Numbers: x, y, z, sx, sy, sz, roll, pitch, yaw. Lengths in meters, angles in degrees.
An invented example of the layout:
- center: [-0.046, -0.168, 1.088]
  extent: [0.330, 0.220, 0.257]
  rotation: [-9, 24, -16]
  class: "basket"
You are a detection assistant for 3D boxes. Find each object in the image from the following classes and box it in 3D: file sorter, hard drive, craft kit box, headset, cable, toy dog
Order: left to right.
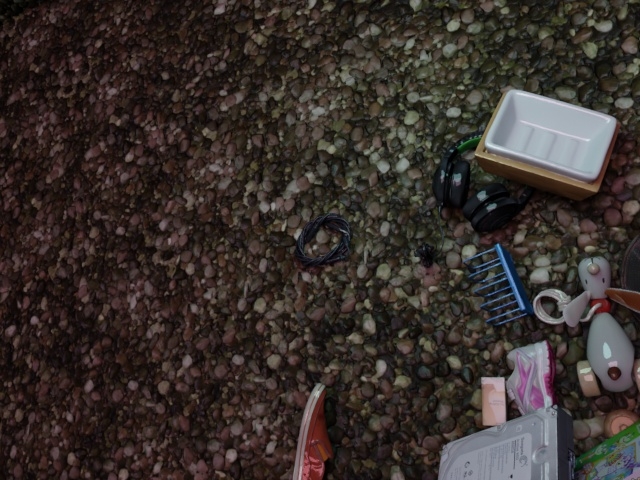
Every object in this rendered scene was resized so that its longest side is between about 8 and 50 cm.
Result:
- center: [0.000, 0.000, 1.844]
  extent: [0.184, 0.047, 0.151]
  rotation: [-15, 71, 22]
  class: "cable"
- center: [0.390, -0.102, 1.658]
  extent: [0.243, 0.185, 0.394]
  rotation: [38, 80, 25]
  class: "headset"
- center: [0.437, 0.115, 1.568]
  extent: [0.104, 0.118, 0.170]
  rotation: [-26, 67, 22]
  class: "file sorter"
- center: [0.389, 0.514, 1.377]
  extent: [0.339, 0.064, 0.237]
  rotation: [-37, 22, 41]
  class: "hard drive"
- center: [0.632, 0.201, 1.425]
  extent: [0.220, 0.161, 0.334]
  rotation: [-33, 66, 15]
  class: "toy dog"
- center: [0.619, 0.466, 1.303]
  extent: [0.246, 0.250, 0.061]
  rotation: [-37, 80, 16]
  class: "craft kit box"

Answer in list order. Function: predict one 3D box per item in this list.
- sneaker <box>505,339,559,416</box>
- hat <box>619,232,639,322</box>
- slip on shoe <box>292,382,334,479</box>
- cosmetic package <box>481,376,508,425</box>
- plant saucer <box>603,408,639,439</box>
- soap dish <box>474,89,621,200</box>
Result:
- center: [0.495, 0.364, 1.493]
  extent: [0.111, 0.103, 0.253]
  rotation: [-7, 68, 28]
  class: "sneaker"
- center: [0.825, 0.087, 1.379]
  extent: [0.331, 0.134, 0.332]
  rotation: [-6, 75, 25]
  class: "hat"
- center: [-0.011, 0.547, 1.684]
  extent: [0.101, 0.123, 0.332]
  rotation: [6, 79, 4]
  class: "slip on shoe"
- center: [0.424, 0.391, 1.544]
  extent: [0.060, 0.041, 0.115]
  rotation: [-6, 74, 24]
  class: "cosmetic package"
- center: [0.681, 0.422, 1.428]
  extent: [0.083, 0.015, 0.084]
  rotation: [-6, 75, 24]
  class: "plant saucer"
- center: [0.547, -0.230, 1.543]
  extent: [0.290, 0.118, 0.229]
  rotation: [21, 62, 18]
  class: "soap dish"
